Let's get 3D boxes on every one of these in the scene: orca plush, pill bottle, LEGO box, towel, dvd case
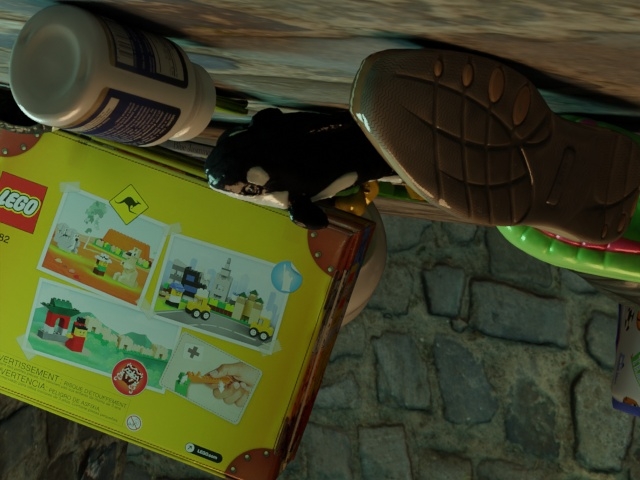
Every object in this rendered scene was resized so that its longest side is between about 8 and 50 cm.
[{"bbox_3d":[0.019,-0.093,1.481,0.287,0.151,0.102,12,146,-28],"label":"orca plush"},{"bbox_3d":[-0.160,-0.126,1.086,0.094,0.094,0.169,8,178,31],"label":"pill bottle"},{"bbox_3d":[-0.226,0.069,1.839,0.500,0.372,0.193,20,-173,7],"label":"LEGO box"},{"bbox_3d":[-0.169,-0.162,1.403,0.102,0.021,0.237,14,-178,24],"label":"towel"},{"bbox_3d":[-0.271,-0.158,2.262,0.253,0.022,0.180,9,180,-43],"label":"dvd case"}]

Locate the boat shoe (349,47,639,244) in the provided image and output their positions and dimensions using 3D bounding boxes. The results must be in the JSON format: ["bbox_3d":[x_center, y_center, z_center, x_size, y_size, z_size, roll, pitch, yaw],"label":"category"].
[{"bbox_3d":[0.129,-0.074,1.080,0.324,0.123,0.116,22,-178,-44],"label":"boat shoe"}]

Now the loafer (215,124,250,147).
[{"bbox_3d":[-0.100,-0.114,1.774,0.078,0.076,0.223,0,-177,-3],"label":"loafer"}]

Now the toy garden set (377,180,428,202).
[{"bbox_3d":[0.069,-0.101,2.092,0.244,0.049,0.204,10,180,-30],"label":"toy garden set"}]

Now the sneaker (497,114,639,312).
[{"bbox_3d":[0.389,0.025,1.236,0.483,0.185,0.202,34,-168,21],"label":"sneaker"}]

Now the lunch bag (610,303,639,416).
[{"bbox_3d":[0.570,0.107,1.908,0.239,0.328,0.385,7,178,-28],"label":"lunch bag"}]

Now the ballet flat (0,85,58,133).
[{"bbox_3d":[-0.395,-0.168,1.696,0.173,0.057,0.049,8,174,-28],"label":"ballet flat"}]

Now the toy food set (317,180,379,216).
[{"bbox_3d":[-0.024,-0.070,1.959,0.218,0.071,0.128,16,155,-13],"label":"toy food set"}]

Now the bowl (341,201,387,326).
[{"bbox_3d":[0.000,0.000,2.228,0.298,0.298,0.134,9,165,-26],"label":"bowl"}]
